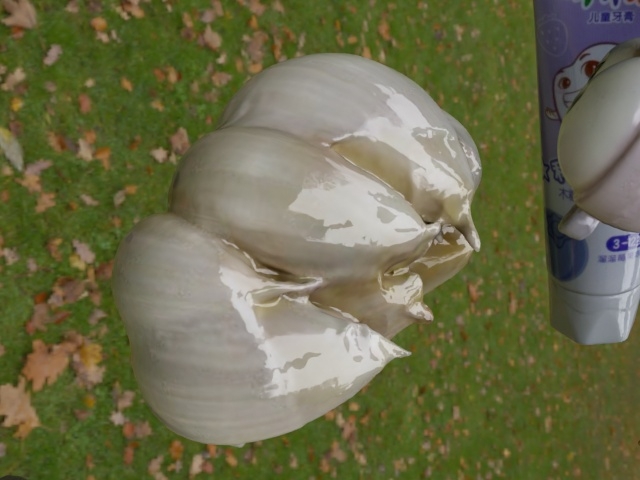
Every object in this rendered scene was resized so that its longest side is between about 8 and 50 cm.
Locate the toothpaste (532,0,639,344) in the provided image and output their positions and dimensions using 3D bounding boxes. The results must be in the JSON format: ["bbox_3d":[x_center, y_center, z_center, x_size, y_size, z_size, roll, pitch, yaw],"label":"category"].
[{"bbox_3d":[0.221,-0.089,0.665,0.080,0.125,0.372,-61,149,-56],"label":"toothpaste"}]

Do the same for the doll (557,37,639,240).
[{"bbox_3d":[0.225,-0.141,0.451,0.365,0.094,0.160,-65,177,33],"label":"doll"}]

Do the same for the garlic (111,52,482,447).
[{"bbox_3d":[0.000,-0.017,0.531,0.281,0.203,0.185,-35,124,-43],"label":"garlic"}]

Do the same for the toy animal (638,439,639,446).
[{"bbox_3d":[0.290,0.162,0.640,0.081,0.083,0.061,-44,160,-53],"label":"toy animal"}]

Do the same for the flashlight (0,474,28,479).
[{"bbox_3d":[-0.329,0.365,0.891,0.103,0.424,0.103,-2,97,-20],"label":"flashlight"}]
